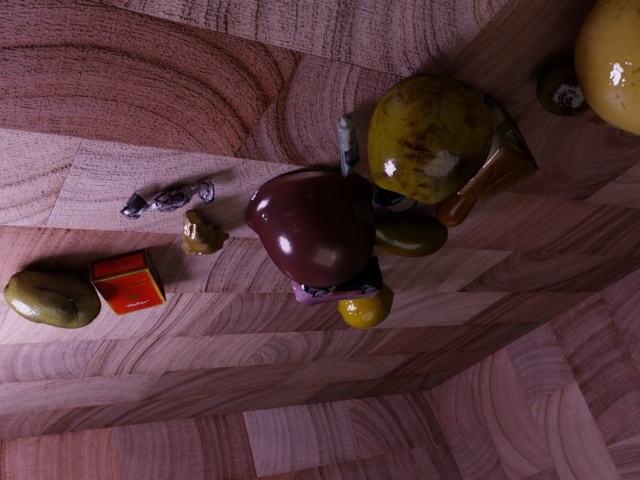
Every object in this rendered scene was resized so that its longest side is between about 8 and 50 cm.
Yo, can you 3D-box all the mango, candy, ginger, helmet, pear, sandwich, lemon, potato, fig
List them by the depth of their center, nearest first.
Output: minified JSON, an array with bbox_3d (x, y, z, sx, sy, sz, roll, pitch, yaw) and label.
[{"bbox_3d":[0.679,-0.372,1.330,0.348,0.348,0.348,-14,153,-7],"label":"pear"},{"bbox_3d":[0.228,-0.212,1.432,0.283,0.283,0.283,-14,153,-7],"label":"pear"},{"bbox_3d":[0.568,-0.349,1.544,0.136,0.121,0.153,-31,151,35],"label":"fig"},{"bbox_3d":[-0.354,-0.093,1.573,0.226,0.051,0.094,-14,164,-3],"label":"candy"},{"bbox_3d":[0.396,-0.215,1.660,0.198,0.155,0.227,-29,151,22],"label":"sandwich"},{"bbox_3d":[-0.678,0.147,1.728,0.248,0.143,0.169,21,165,-41],"label":"potato"},{"bbox_3d":[-0.298,-0.008,1.730,0.115,0.081,0.205,19,157,-1],"label":"ginger"},{"bbox_3d":[0.000,0.000,1.765,0.337,0.230,0.385,-25,154,16],"label":"helmet"},{"bbox_3d":[0.392,-0.111,1.946,0.105,0.084,0.159,10,122,-43],"label":"mango"},{"bbox_3d":[0.246,-0.017,1.989,0.289,0.129,0.146,5,-175,-21],"label":"mango"},{"bbox_3d":[0.157,0.211,2.322,0.203,0.178,0.178,-18,154,4],"label":"lemon"}]

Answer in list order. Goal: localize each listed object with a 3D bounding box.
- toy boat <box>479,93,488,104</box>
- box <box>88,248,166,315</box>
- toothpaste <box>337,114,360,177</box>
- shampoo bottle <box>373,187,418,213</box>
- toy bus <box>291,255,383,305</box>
[{"bbox_3d":[0.314,-0.247,1.627,0.062,0.096,0.299,-13,153,-32],"label":"toy boat"},{"bbox_3d":[-0.522,0.118,1.855,0.153,0.074,0.240,-17,153,-9],"label":"box"},{"bbox_3d":[0.065,-0.223,1.580,0.060,0.038,0.233,-41,157,-12],"label":"toothpaste"},{"bbox_3d":[0.201,-0.112,1.824,0.087,0.050,0.183,-16,167,21],"label":"shampoo bottle"},{"bbox_3d":[0.050,0.124,2.140,0.302,0.127,0.147,-4,154,-25],"label":"toy bus"}]
